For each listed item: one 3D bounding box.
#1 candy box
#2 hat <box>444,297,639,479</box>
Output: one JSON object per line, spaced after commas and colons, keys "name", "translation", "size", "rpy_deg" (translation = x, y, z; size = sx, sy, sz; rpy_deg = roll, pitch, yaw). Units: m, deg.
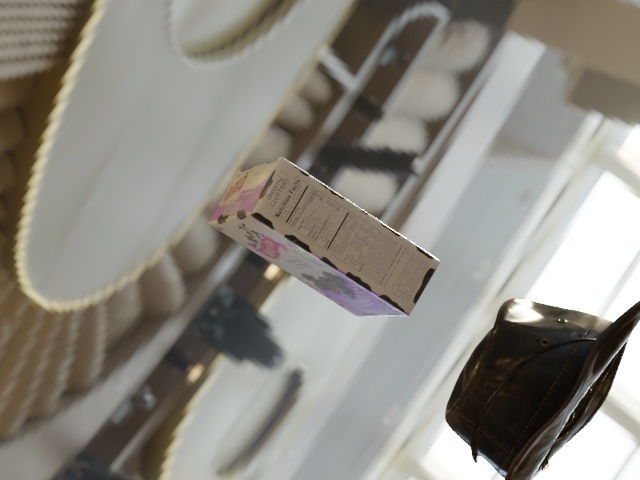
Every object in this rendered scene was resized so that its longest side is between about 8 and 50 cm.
{"name": "candy box", "translation": [0.000, 0.000, 1.875], "size": [0.070, 0.196, 0.165], "rpy_deg": [-60, 14, -11]}
{"name": "hat", "translation": [0.209, 0.138, 1.834], "size": [0.331, 0.134, 0.331], "rpy_deg": [-51, -15, -20]}
